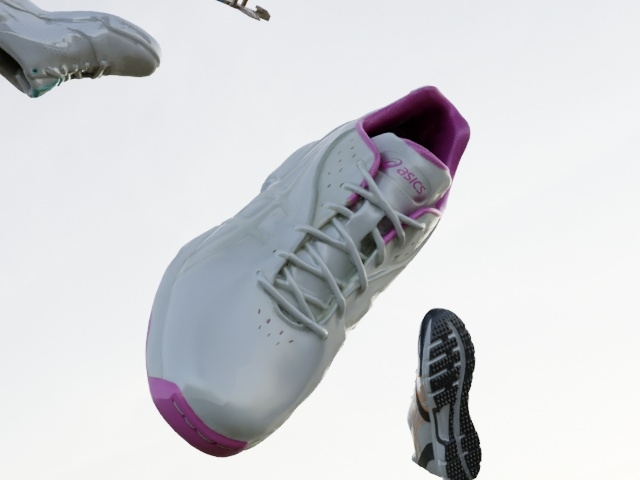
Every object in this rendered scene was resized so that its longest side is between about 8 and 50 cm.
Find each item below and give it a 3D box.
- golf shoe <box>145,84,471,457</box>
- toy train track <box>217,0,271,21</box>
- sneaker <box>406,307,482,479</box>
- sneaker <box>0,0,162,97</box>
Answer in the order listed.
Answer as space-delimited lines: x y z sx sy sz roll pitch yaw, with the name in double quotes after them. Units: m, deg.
0.000 0.000 0.699 0.115 0.306 0.140 43 -50 -10 "golf shoe"
-0.066 -0.166 0.773 0.083 0.048 0.014 13 -72 -40 "toy train track"
0.067 0.092 0.686 0.040 0.109 0.044 -11 12 -37 "sneaker"
-0.256 -0.175 1.115 0.212 0.094 0.080 11 -29 -28 "sneaker"
